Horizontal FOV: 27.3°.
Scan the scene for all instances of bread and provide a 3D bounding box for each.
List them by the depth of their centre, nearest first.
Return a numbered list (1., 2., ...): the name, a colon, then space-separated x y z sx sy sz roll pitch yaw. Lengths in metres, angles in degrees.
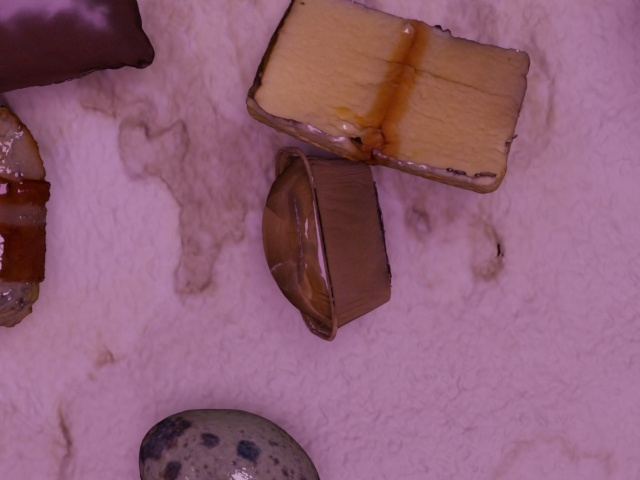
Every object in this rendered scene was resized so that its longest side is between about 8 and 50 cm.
1. bread: 0.066 -0.130 1.139 0.240 0.178 0.135 18 98 -1

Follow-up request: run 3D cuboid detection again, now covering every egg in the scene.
1. egg: -0.082 0.225 1.204 0.181 0.141 0.141 33 96 6

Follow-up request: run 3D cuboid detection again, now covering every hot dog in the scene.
1. hot dog: -0.308 -0.019 1.191 0.146 0.103 0.213 10 88 19

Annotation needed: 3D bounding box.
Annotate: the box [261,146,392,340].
1. box: 0.000 0.000 1.196 0.111 0.111 0.177 -9 97 0

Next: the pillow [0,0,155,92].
1. pillow: -0.324 -0.271 1.146 0.307 0.108 0.305 -12 97 1
